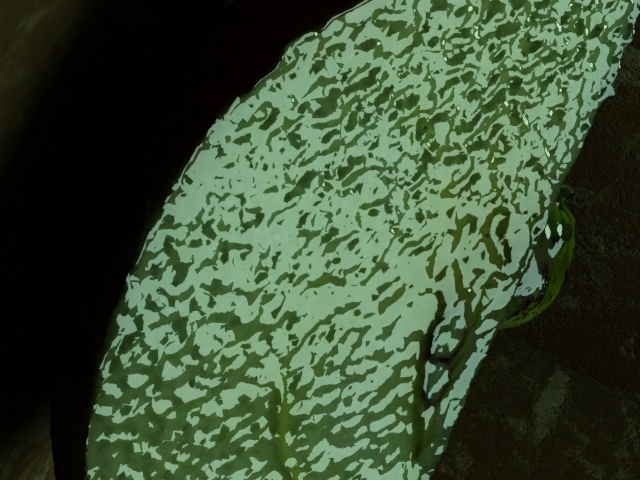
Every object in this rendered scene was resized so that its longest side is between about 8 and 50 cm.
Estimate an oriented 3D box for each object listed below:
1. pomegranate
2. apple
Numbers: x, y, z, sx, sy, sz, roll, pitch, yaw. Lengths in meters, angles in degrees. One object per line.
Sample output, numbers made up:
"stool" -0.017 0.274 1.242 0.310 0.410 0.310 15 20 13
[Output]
"pomegranate" 0.168 0.035 1.506 0.222 0.204 0.277 13 103 -61
"apple" 0.000 0.000 0.554 0.254 0.179 0.346 -80 -166 -78
